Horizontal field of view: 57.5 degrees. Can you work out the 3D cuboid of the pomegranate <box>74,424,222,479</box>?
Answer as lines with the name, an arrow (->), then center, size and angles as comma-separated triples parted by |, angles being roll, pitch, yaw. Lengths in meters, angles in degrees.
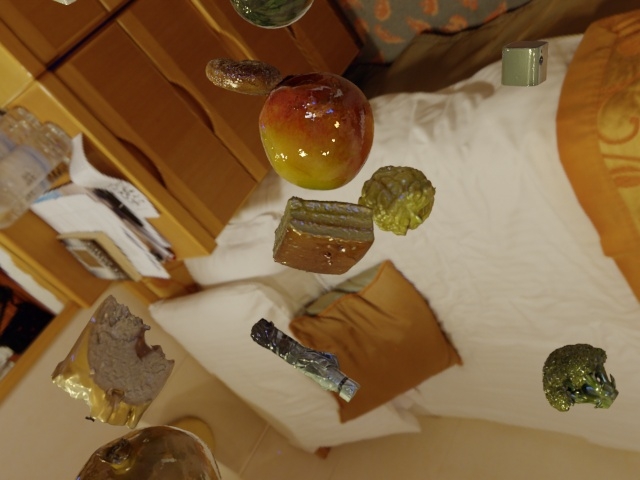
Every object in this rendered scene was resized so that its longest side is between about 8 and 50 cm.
pomegranate -> -0.343, 0.513, 1.148 | 0.319, 0.319, 0.319 | 24, 149, 15

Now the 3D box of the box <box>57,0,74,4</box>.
box -> -0.640, -0.659, 1.297 | 0.139, 0.035, 0.245 | 27, 146, 32

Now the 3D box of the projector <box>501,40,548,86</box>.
projector -> 0.446, -0.387, 1.275 | 0.083, 0.083, 0.082 | 15, 124, 37

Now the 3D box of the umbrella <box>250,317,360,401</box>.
umbrella -> -0.024, 0.177, 0.888 | 0.188, 0.050, 0.046 | 30, -177, 18

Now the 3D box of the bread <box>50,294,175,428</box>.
bread -> -0.403, 0.269, 1.094 | 0.184, 0.211, 0.224 | 33, 125, -16

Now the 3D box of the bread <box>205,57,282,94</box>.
bread -> -0.181, -0.400, 1.393 | 0.193, 0.193, 0.063 | 22, 119, 18

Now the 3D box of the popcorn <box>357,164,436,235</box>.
popcorn -> 0.234, -0.135, 1.793 | 0.237, 0.251, 0.205 | -7, 115, -9

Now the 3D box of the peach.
peach -> -0.008, -0.216, 1.143 | 0.231, 0.231, 0.231 | 24, 149, 15

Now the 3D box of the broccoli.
broccoli -> 0.436, 0.235, 0.984 | 0.120, 0.130, 0.131 | 36, -179, 29

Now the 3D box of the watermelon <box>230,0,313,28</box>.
watermelon -> -0.109, -0.579, 1.292 | 0.212, 0.212, 0.212 | 24, 149, 15

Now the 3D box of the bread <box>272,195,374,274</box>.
bread -> 0.000, 0.000, 1.252 | 0.184, 0.110, 0.234 | 9, 161, -9
